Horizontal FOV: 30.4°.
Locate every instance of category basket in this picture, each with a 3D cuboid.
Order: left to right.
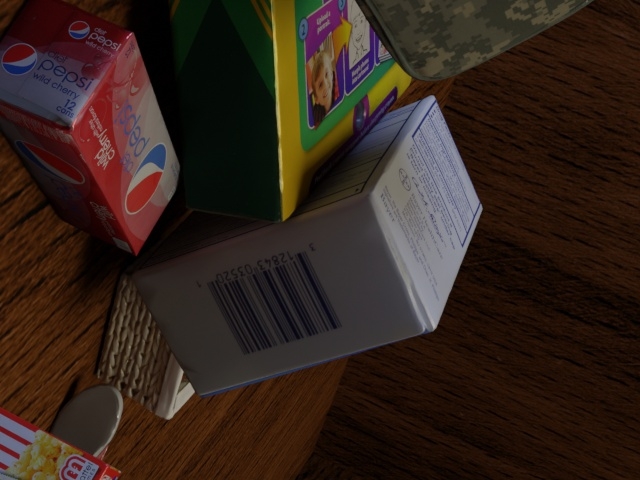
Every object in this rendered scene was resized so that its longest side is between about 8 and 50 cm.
[{"bbox_3d":[-0.172,0.095,1.322,0.113,0.103,0.167,-48,161,-58],"label":"basket"}]

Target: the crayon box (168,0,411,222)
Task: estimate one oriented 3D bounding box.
[{"bbox_3d":[-0.014,-0.237,1.105,0.363,0.106,0.313,-50,143,-54],"label":"crayon box"}]

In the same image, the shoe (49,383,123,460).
[{"bbox_3d":[-0.268,0.234,1.305,0.178,0.063,0.081,-60,171,3],"label":"shoe"}]

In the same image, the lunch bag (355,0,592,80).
[{"bbox_3d":[0.074,-0.305,0.869,0.213,0.256,0.305,-27,150,12],"label":"lunch bag"}]

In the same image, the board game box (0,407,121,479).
[{"bbox_3d":[-0.264,0.184,0.837,0.146,0.194,0.045,-62,169,-15],"label":"board game box"}]

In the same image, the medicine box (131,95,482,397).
[{"bbox_3d":[0.000,0.000,1.197,0.149,0.264,0.289,64,25,-15],"label":"medicine box"}]

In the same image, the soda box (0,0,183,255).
[{"bbox_3d":[-0.180,-0.082,0.930,0.092,0.083,0.263,-61,170,-16],"label":"soda box"}]
